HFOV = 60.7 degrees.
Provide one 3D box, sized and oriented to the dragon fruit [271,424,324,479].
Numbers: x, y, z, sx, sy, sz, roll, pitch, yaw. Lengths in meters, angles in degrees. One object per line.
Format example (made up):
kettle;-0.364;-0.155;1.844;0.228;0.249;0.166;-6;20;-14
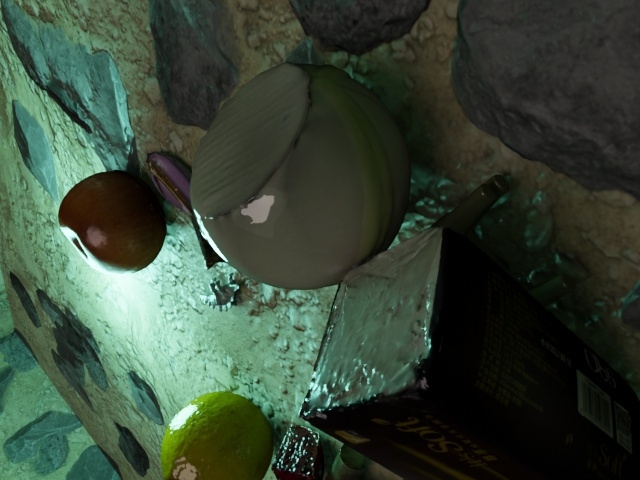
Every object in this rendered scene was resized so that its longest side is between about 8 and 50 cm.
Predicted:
dragon fruit;-0.028;0.516;1.242;0.127;0.120;0.161;4;126;30

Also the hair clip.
hair clip;-0.285;-0.078;1.193;0.359;0.095;0.110;52;176;23

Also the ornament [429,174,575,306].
ornament;0.224;0.068;0.731;0.230;0.061;0.245;50;144;9

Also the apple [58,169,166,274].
apple;-0.507;-0.039;1.335;0.272;0.206;0.252;44;141;18

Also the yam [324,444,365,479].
yam;0.053;0.493;1.163;0.068;0.068;0.169;40;135;24

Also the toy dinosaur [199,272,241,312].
toy dinosaur;-0.236;0.127;1.273;0.208;0.039;0.082;-14;103;50

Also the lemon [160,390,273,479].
lemon;-0.252;0.511;1.338;0.293;0.293;0.293;25;129;35

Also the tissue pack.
tissue pack;0.190;0.176;0.612;0.370;0.210;0.198;38;135;-21

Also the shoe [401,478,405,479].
shoe;0.218;0.490;0.963;0.207;0.091;0.106;16;118;37

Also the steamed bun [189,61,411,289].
steamed bun;-0.003;-0.065;0.749;0.309;0.309;0.310;25;129;35
